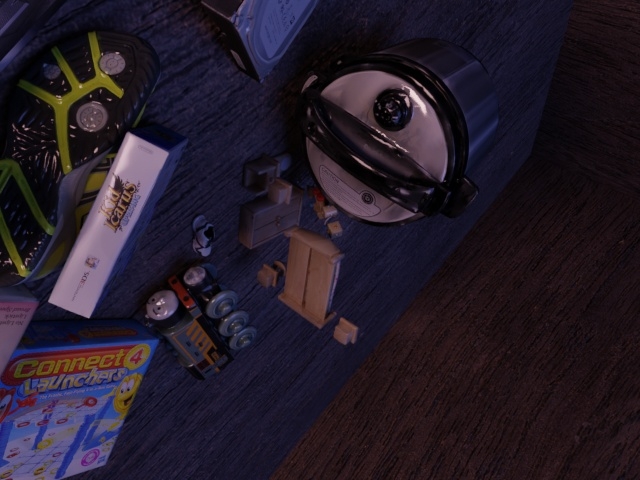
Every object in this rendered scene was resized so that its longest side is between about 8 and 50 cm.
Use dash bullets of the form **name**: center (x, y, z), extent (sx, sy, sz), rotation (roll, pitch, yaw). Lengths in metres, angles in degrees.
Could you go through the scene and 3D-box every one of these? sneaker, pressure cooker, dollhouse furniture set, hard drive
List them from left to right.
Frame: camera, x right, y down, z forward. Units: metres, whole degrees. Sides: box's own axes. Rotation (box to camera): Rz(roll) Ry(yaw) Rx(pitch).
- **sneaker**: center (-0.353, -0.119, 0.677), extent (0.384, 0.145, 0.147), rotation (-58, -178, -3)
- **sneaker**: center (-0.247, -0.002, 1.027), extent (0.040, 0.044, 0.109), rotation (-38, 149, -35)
- **hard drive**: center (-0.043, -0.447, 0.780), extent (0.339, 0.064, 0.237), rotation (-57, 175, -2)
- **dollhouse furniture set**: center (0.000, 0.000, 1.090), extent (0.174, 0.355, 0.303), rotation (-30, 142, -42)
- **pressure cooker**: center (0.162, -0.236, 1.055), extent (0.420, 0.370, 0.375), rotation (-41, 123, -48)

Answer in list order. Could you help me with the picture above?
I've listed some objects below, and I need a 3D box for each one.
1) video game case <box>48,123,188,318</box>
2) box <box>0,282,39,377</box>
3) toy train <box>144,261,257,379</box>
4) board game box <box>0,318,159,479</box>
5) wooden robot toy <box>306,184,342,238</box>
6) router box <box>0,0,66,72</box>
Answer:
- **video game case**: center (-0.287, -0.049, 0.721), extent (0.244, 0.061, 0.269), rotation (-62, -164, 9)
- **box**: center (-0.522, 0.143, 0.648), extent (0.232, 0.127, 0.148), rotation (-60, 153, 6)
- **toy train**: center (-0.270, 0.192, 1.106), extent (0.190, 0.142, 0.334), rotation (-36, 147, -17)
- **board game box**: center (-0.490, 0.298, 0.875), extent (0.308, 0.086, 0.302), rotation (12, 105, -59)
- **wooden robot toy**: center (0.028, -0.084, 1.136), extent (0.079, 0.173, 0.076), rotation (-16, 135, -13)
- **router box**: center (-0.411, -0.261, 0.452), extent (0.309, 0.081, 0.243), rotation (-53, 152, -8)
